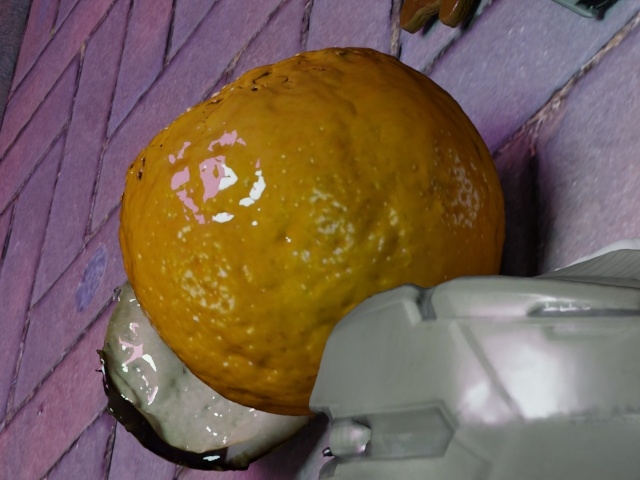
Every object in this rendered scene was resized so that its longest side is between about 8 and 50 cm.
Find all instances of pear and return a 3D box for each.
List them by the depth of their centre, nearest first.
[{"bbox_3d":[-0.097,0.139,1.830,0.178,0.267,0.267,91,-171,-60],"label":"pear"}]

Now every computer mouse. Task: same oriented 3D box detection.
[{"bbox_3d":[0.120,0.127,1.235,0.429,0.145,0.228,-12,78,49],"label":"computer mouse"}]

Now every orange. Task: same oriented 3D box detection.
[{"bbox_3d":[0.000,0.000,1.543,0.340,0.341,0.293,-40,75,47],"label":"orange"}]

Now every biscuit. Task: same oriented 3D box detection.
[{"bbox_3d":[0.153,-0.283,1.864,0.205,0.031,0.138,-15,55,63],"label":"biscuit"}]

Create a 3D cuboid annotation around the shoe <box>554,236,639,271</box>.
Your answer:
[{"bbox_3d":[0.155,0.079,1.379,0.265,0.110,0.095,-52,24,37],"label":"shoe"}]

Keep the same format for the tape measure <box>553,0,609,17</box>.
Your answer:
[{"bbox_3d":[0.180,-0.353,1.598,0.138,0.262,0.259,122,160,-44],"label":"tape measure"}]
